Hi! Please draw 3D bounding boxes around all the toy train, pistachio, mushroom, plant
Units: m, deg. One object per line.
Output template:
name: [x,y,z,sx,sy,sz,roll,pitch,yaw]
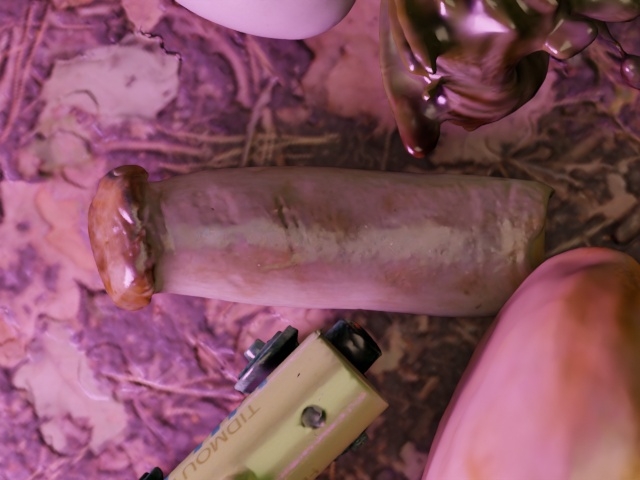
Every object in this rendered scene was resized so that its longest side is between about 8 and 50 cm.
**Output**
toy train: [-0.056,0.154,1.223,0.253,0.157,0.105,-45,91,0]
pistachio: [0.164,0.162,1.204,0.230,0.230,0.309,19,86,0]
mushroom: [0.000,0.000,1.264,0.312,0.081,0.100,1,94,-5]
plant: [0.067,-0.214,1.223,0.333,0.180,0.251,44,45,15]

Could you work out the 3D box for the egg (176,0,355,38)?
egg: [-0.056,-0.220,1.223,0.151,0.151,0.209,-40,103,0]
